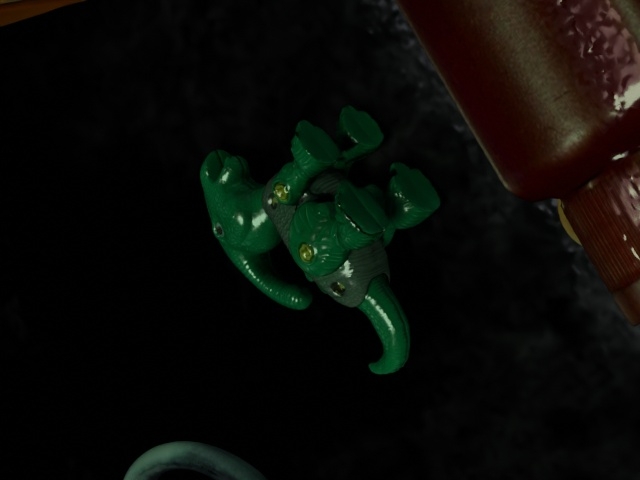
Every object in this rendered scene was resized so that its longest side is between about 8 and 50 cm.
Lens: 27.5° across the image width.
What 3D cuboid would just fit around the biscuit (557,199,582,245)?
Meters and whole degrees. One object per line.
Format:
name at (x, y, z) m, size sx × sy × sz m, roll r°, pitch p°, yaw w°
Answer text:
biscuit at (0.146, -0.035, 0.490) m, size 0.184 × 0.027 × 0.133 m, roll 51°, pitch 123°, yaw 5°

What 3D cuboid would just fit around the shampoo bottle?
shampoo bottle at (0.069, -0.096, 0.461) m, size 0.260 × 0.064 × 0.102 m, roll 61°, pitch 143°, yaw 9°

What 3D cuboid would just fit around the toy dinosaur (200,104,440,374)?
toy dinosaur at (0.000, 0.000, 0.576) m, size 0.132 × 0.059 × 0.096 m, roll 56°, pitch 134°, yaw 12°

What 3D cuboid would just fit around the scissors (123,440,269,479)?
scissors at (0.078, 0.172, 0.603) m, size 0.383 × 0.029 × 0.256 m, roll -25°, pitch 94°, yaw 36°

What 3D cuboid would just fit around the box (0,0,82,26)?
box at (-0.297, -0.181, 0.627) m, size 0.341 × 0.143 × 0.225 m, roll -9°, pitch 104°, yaw 31°
